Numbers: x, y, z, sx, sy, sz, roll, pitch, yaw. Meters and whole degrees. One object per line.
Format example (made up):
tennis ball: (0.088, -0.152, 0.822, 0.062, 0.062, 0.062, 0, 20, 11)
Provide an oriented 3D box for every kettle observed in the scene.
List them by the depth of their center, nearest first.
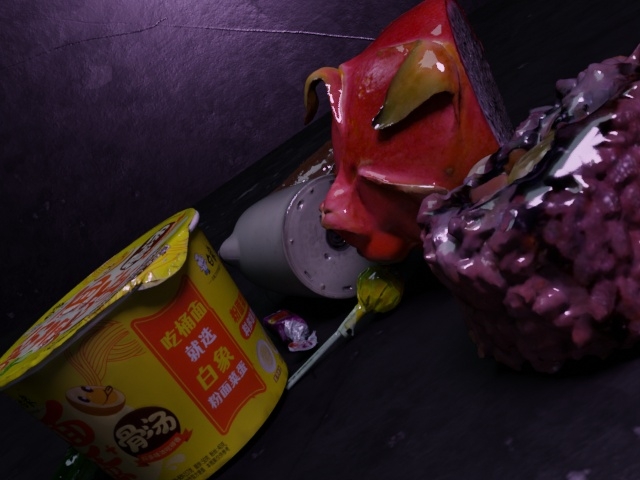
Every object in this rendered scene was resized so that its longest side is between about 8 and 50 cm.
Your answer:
kettle: (0.000, 0.000, 1.108, 0.240, 0.165, 0.255, -9, -1, -25)

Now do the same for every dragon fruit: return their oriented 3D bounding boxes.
dragon fruit: (0.108, -0.109, 0.896, 0.225, 0.305, 0.305, -24, 18, 23)

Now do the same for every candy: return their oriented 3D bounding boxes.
candy: (0.025, 0.104, 0.906, 0.194, 0.058, 0.062, -46, -12, -7)
candy: (-0.045, 0.115, 1.015, 0.045, 0.043, 0.175, -28, 12, -15)

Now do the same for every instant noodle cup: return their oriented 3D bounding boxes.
instant noodle cup: (-0.192, 0.139, 0.886, 0.311, 0.221, 0.311, -36, 15, 11)

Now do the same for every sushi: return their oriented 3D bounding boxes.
sushi: (0.208, -0.025, 0.655, 0.270, 0.171, 0.236, -42, 16, -9)

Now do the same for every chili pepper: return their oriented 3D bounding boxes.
chili pepper: (-0.306, 0.325, 0.902, 0.088, 0.059, 0.227, -25, 19, 17)

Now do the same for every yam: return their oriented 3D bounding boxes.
yam: (0.005, -0.098, 1.416, 0.279, 0.131, 0.131, -42, 16, -12)
